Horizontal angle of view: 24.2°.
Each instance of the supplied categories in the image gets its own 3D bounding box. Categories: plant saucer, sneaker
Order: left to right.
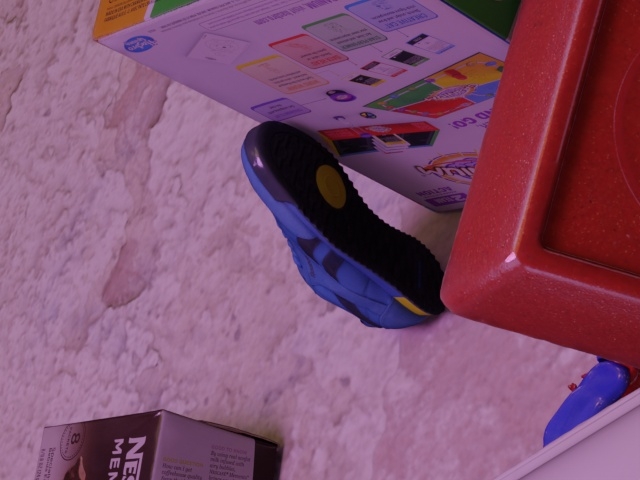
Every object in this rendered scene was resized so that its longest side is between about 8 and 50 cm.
[{"bbox_3d":[0.000,0.000,1.028,0.082,0.209,0.069,-18,46,33],"label":"sneaker"},{"bbox_3d":[0.220,-0.053,0.781,0.048,0.259,0.258,89,-163,-80],"label":"plant saucer"}]

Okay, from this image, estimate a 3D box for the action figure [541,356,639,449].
[{"bbox_3d":[0.146,0.095,0.883,0.139,0.091,0.280,8,62,58],"label":"action figure"}]

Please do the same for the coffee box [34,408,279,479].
[{"bbox_3d":[-0.144,0.288,1.121,0.168,0.119,0.297,-14,61,47],"label":"coffee box"}]

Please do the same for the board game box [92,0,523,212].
[{"bbox_3d":[0.056,-0.112,0.933,0.242,0.316,0.064,-9,64,47],"label":"board game box"}]

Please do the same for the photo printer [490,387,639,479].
[{"bbox_3d":[0.131,0.225,0.724,0.307,0.256,0.107,-38,25,31],"label":"photo printer"}]
